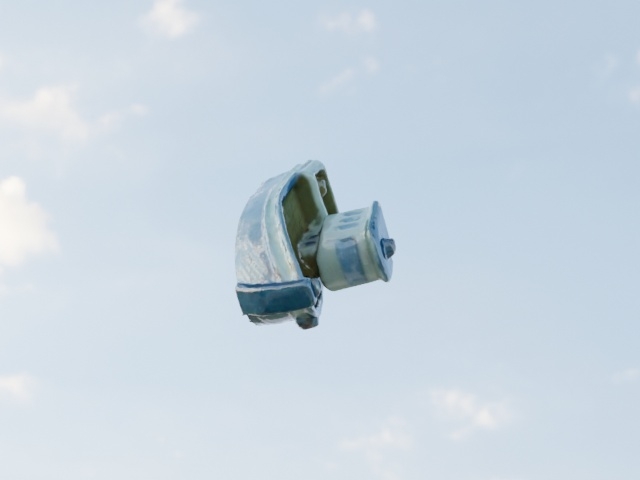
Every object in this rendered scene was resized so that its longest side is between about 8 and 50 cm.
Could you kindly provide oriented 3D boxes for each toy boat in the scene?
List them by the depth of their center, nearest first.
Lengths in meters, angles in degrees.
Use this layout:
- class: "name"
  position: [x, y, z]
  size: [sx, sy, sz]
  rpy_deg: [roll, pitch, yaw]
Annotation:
- class: "toy boat"
  position: [0.000, 0.000, 0.978]
  size: [0.102, 0.215, 0.088]
  rpy_deg: [-15, -73, 14]
